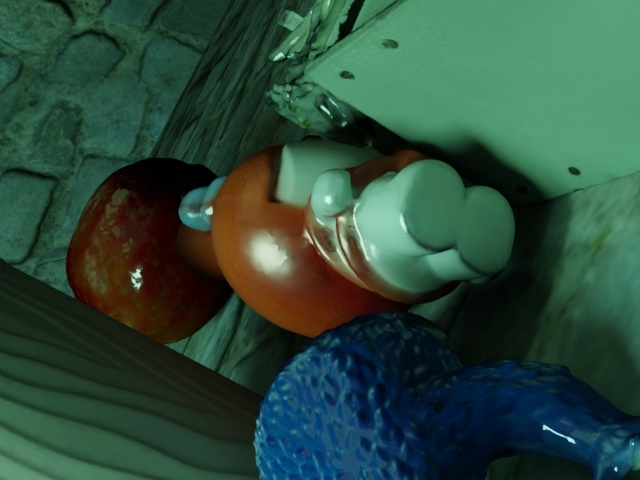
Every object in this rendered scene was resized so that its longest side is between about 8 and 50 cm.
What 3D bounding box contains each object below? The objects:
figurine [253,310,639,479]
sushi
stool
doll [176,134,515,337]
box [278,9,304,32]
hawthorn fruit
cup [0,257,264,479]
[{"bbox_3d":[0.035,0.109,0.414,0.164,0.120,0.262,-59,20,-7],"label":"figurine"},{"bbox_3d":[0.055,-0.151,0.717,0.184,0.139,0.274,-57,16,0],"label":"sushi"},{"bbox_3d":[0.153,-0.181,0.463,0.269,0.170,0.244,-21,44,62],"label":"stool"},{"bbox_3d":[0.000,0.000,0.600,0.290,0.161,0.130,-7,65,58],"label":"doll"},{"bbox_3d":[-0.011,-0.271,1.153,0.024,0.083,0.054,-59,19,7],"label":"box"},{"bbox_3d":[-0.192,0.025,1.029,0.250,0.215,0.215,-66,18,7],"label":"hawthorn fruit"},{"bbox_3d":[-0.152,0.171,0.569,0.208,0.273,0.288,-58,19,6],"label":"cup"}]
